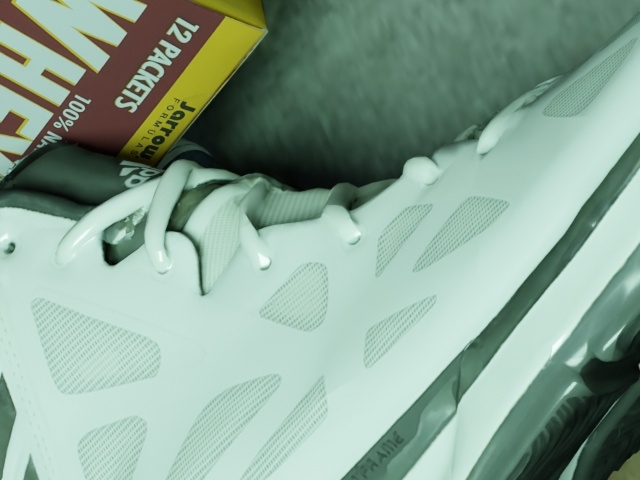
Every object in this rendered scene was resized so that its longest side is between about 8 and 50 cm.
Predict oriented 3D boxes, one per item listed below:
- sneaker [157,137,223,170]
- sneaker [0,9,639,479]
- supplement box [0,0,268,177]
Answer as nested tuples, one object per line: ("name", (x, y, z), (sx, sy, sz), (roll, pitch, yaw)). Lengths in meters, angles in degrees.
("sneaker", (-0.040, 0.079, 0.873), (0.163, 0.086, 0.226), (19, 97, 31))
("sneaker", (-0.001, 0.000, 0.711), (0.257, 0.169, 0.447), (43, 108, 20))
("supplement box", (-0.145, -0.140, 0.836), (0.129, 0.191, 0.194), (-48, 37, 34))
